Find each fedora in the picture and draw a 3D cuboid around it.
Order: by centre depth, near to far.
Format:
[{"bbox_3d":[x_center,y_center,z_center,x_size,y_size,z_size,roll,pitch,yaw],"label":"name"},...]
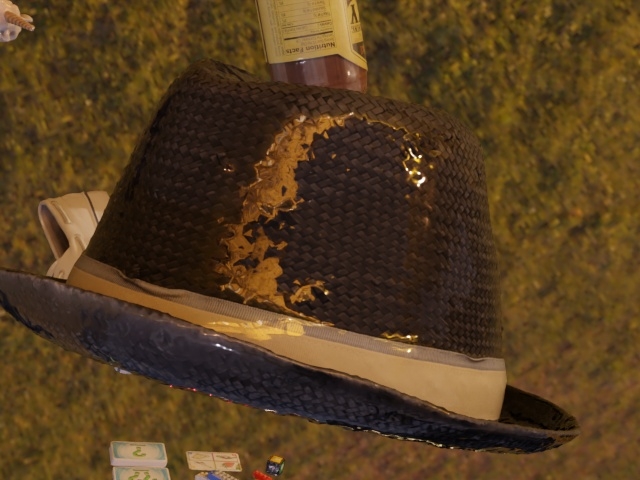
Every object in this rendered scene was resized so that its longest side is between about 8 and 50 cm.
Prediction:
[{"bbox_3d":[0.000,0.000,0.614,0.334,0.334,0.153,16,89,-49],"label":"fedora"}]

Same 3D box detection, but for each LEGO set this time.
[{"bbox_3d":[-0.157,0.313,1.611,0.244,0.182,0.060,6,110,-15],"label":"LEGO set"}]

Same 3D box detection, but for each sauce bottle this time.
[{"bbox_3d":[-0.009,-0.215,1.285,0.111,0.111,0.345,-15,105,-21],"label":"sauce bottle"}]

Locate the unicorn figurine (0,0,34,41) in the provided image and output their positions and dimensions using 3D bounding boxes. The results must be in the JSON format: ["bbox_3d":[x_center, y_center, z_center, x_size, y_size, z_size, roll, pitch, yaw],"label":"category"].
[{"bbox_3d":[-0.239,-0.146,0.682,0.161,0.111,0.060,-21,-163,24],"label":"unicorn figurine"}]

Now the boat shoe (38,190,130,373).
[{"bbox_3d":[-0.246,0.045,1.256,0.084,0.258,0.095,-4,128,-22],"label":"boat shoe"}]
